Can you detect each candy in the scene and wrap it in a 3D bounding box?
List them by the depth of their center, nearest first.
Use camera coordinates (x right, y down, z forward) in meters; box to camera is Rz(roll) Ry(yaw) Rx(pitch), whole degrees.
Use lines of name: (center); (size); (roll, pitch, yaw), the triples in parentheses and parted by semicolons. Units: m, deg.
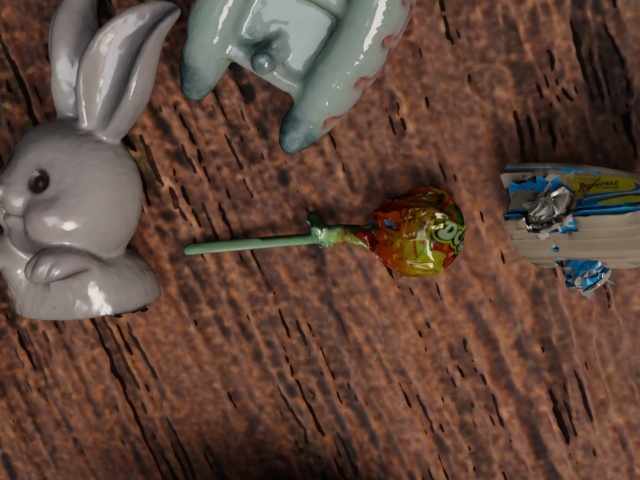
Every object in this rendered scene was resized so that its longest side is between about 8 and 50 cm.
candy: (0.000, 0.000, 0.931); (0.201, 0.060, 0.060); (-4, 104, 18)

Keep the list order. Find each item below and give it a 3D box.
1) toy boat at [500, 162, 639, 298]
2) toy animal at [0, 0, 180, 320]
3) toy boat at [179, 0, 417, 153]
toy boat: (0.200, -0.013, 0.829); (0.210, 0.066, 0.084); (-3, 136, 45)
toy animal: (-0.165, -0.057, 0.899); (0.104, 0.131, 0.221); (17, 112, 49)
toy boat: (-0.010, -0.159, 0.870); (0.134, 0.079, 0.208); (32, 109, 3)
